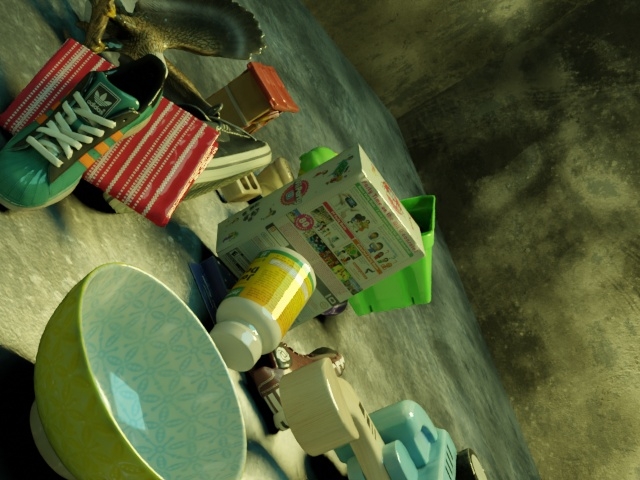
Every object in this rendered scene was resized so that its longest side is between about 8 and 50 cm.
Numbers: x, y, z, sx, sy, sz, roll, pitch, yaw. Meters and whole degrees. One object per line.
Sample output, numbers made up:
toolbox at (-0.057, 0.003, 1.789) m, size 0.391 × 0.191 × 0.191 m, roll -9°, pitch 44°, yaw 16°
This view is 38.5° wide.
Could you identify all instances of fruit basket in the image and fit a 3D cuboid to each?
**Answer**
fruit basket at (0.113, -0.054, 2.058) m, size 0.392 × 0.283 × 0.391 m, roll -11°, pitch 90°, yaw -80°

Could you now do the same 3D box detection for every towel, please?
towel at (-0.298, -0.157, 1.335) m, size 0.275 × 0.031 × 0.198 m, roll 33°, pitch 53°, yaw -9°

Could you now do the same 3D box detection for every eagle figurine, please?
eagle figurine at (-0.285, -0.344, 1.658) m, size 0.298 × 0.226 × 0.225 m, roll 11°, pitch 74°, yaw -38°

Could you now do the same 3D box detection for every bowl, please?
bowl at (-0.228, 0.186, 1.030) m, size 0.289 × 0.156 × 0.289 m, roll 52°, pitch 18°, yaw -25°

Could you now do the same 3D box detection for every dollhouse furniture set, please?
dollhouse furniture set at (-0.111, -0.159, 1.900) m, size 0.374 × 0.201 × 0.152 m, roll 61°, pitch 16°, yaw 4°

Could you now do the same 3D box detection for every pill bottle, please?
pill bottle at (-0.100, 0.114, 1.515) m, size 0.117 × 0.118 × 0.208 m, roll 54°, pitch 44°, yaw -20°

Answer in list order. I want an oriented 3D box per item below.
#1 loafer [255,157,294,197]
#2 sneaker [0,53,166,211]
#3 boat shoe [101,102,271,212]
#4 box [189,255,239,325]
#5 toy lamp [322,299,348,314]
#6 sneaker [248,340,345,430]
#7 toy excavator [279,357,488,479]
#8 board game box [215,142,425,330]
loafer at (-0.076, -0.059, 2.040) m, size 0.102 × 0.092 × 0.268 m, roll -99°, pitch 170°, yaw -61°
sneaker at (-0.319, -0.159, 1.225) m, size 0.108 × 0.121 × 0.302 m, roll 42°, pitch 50°, yaw -3°
boat shoe at (-0.228, -0.157, 1.590) m, size 0.155 × 0.187 × 0.500 m, roll 66°, pitch 21°, yaw 1°
box at (-0.144, 0.102, 1.647) m, size 0.225 × 0.037 × 0.136 m, roll 18°, pitch 45°, yaw -65°
toy lamp at (0.040, 0.119, 2.099) m, size 0.080 × 0.080 × 0.275 m, roll 60°, pitch 13°, yaw 0°
sneaker at (-0.050, 0.207, 1.628) m, size 0.162 × 0.106 × 0.281 m, roll 55°, pitch 17°, yaw -5°
toy excavator at (0.091, 0.356, 1.531) m, size 0.445 × 0.222 × 0.433 m, roll 62°, pitch 15°, yaw -6°
board game box at (0.000, 0.000, 1.640) m, size 0.224 × 0.303 × 0.097 m, roll 51°, pitch 19°, yaw -31°
